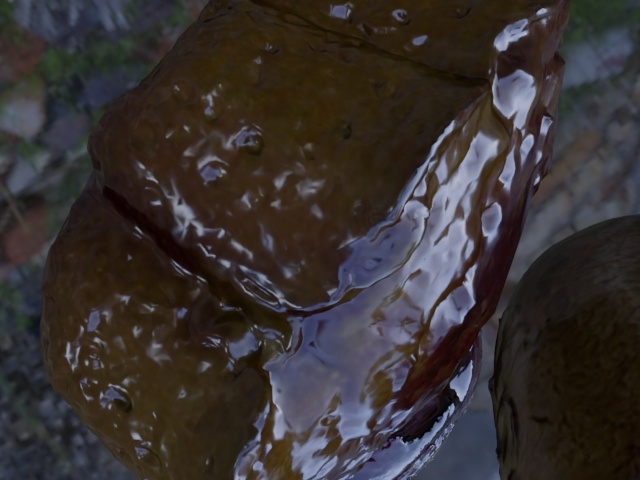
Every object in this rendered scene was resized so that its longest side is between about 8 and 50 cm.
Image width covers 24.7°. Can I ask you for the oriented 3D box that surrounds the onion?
[{"bbox_3d":[0.004,0.077,0.954,0.173,0.198,0.135,-32,155,-24],"label":"onion"}]

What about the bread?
[{"bbox_3d":[0.008,-0.010,0.538,0.232,0.135,0.247,-58,171,13],"label":"bread"}]

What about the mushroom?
[{"bbox_3d":[0.180,0.129,0.687,0.163,0.297,0.278,-18,-169,30],"label":"mushroom"}]
